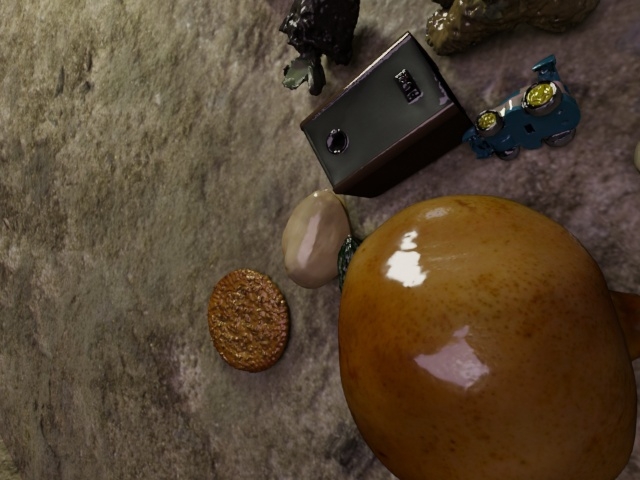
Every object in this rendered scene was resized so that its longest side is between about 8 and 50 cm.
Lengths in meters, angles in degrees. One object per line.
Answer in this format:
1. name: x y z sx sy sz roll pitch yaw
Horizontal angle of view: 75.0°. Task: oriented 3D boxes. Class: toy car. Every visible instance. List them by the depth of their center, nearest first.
1. toy car: 0.312 -0.199 0.659 0.161 0.126 0.098 -15 62 40

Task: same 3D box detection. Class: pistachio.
1. pistachio: 0.000 0.000 0.837 0.145 0.117 0.201 24 96 19

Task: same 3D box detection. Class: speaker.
1. speaker: 0.115 -0.195 0.718 0.230 0.192 0.153 -33 76 28

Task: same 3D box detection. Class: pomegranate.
1. pomegranate: 0.223 0.136 0.571 0.416 0.416 0.418 1 92 30

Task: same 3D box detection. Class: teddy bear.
1. teddy bear: 0.274 -0.447 0.641 0.266 0.156 0.256 -3 89 32

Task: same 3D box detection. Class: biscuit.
1. biscuit: -0.178 0.192 0.993 0.253 0.035 0.254 1 92 30

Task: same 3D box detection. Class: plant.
1. plant: -0.009 -0.391 0.811 0.142 0.131 0.203 46 126 54

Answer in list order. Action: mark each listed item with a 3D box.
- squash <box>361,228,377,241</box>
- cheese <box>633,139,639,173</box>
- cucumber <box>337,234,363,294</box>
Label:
1. squash: 0.152 -0.011 0.776 0.252 0.066 0.066 -31 76 26
2. cheese: 0.593 -0.198 0.475 0.350 0.129 0.329 11 99 28
3. cucumber: 0.089 0.163 0.774 0.096 0.096 0.360 -8 96 30
